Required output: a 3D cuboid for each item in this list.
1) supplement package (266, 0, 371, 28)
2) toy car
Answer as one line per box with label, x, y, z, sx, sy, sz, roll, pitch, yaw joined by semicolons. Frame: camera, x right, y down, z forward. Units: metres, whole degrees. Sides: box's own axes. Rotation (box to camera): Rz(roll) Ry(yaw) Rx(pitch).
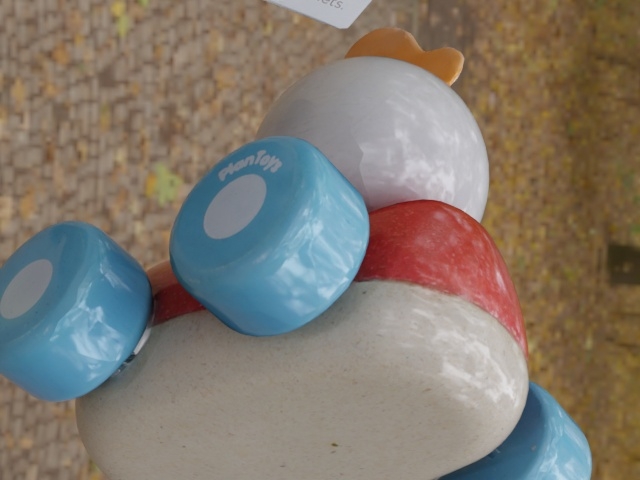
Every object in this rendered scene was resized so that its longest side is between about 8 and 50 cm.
supplement package;-0.013;-0.251;0.473;0.263;0.199;0.198;-46;-141;39
toy car;0.000;0.000;0.662;0.219;0.210;0.238;44;40;-35
